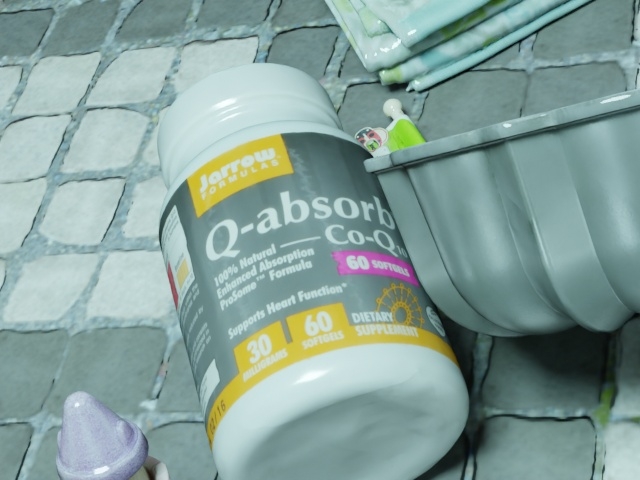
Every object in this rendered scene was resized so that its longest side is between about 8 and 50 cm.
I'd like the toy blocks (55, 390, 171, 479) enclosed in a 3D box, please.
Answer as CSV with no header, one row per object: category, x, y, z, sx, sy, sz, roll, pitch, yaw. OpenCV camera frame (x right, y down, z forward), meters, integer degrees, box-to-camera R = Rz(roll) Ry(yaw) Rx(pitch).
toy blocks,-0.253,0.209,0.726,0.288,0.260,0.309,-2,34,22

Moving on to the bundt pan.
bundt pan,0.196,-0.026,0.790,0.331,0.124,0.331,-13,2,1

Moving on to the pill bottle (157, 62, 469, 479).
pill bottle,-0.018,0.023,0.884,0.162,0.162,0.278,-23,53,4

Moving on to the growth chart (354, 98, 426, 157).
growth chart,0.000,0.000,1.017,0.237,0.021,0.172,-32,46,-5

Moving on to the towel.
towel,0.149,-0.312,1.182,0.374,0.090,0.320,-29,46,-3
